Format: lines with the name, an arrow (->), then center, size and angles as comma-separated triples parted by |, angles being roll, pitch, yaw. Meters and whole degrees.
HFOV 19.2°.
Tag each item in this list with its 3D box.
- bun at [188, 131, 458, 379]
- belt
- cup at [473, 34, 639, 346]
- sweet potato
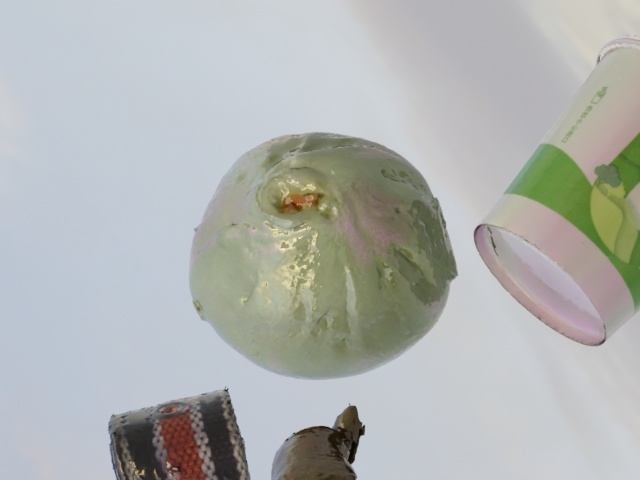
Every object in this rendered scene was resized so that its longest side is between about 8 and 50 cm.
bun -> 0.000, 0.000, 2.021 | 0.293, 0.293, 0.187 | 56, 169, 17
belt -> -0.096, 0.175, 1.350 | 0.359, 0.094, 0.126 | 100, 165, -75
cup -> 0.320, -0.044, 2.058 | 0.253, 0.274, 0.253 | 42, 165, 14
sweet potato -> -0.010, 0.269, 1.684 | 0.098, 0.124, 0.310 | 25, -122, -15
